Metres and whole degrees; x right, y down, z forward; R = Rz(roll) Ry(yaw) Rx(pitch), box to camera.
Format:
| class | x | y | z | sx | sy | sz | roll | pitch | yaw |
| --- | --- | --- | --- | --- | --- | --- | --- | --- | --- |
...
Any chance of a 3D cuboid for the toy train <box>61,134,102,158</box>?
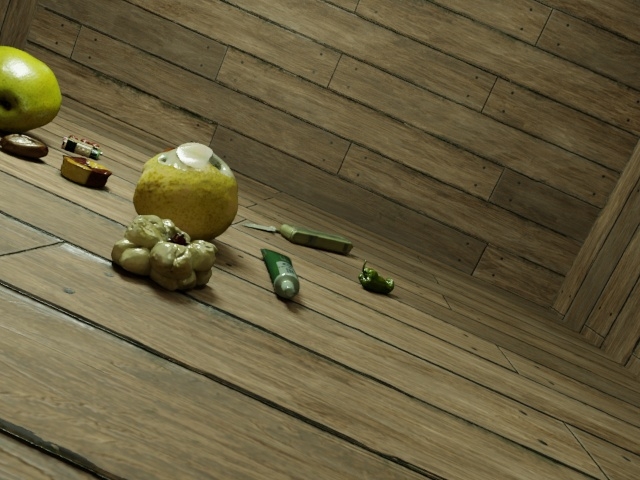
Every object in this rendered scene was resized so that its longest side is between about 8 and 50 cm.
| class | x | y | z | sx | sy | sz | roll | pitch | yaw |
| --- | --- | --- | --- | --- | --- | --- | --- | --- | --- |
| toy train | -0.861 | -0.336 | 1.809 | 0.138 | 0.050 | 0.087 | 20 | 14 | -27 |

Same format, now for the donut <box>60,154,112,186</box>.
| class | x | y | z | sx | sy | sz | roll | pitch | yaw |
| --- | --- | --- | --- | --- | --- | --- | --- | --- | --- |
| donut | -0.681 | -0.200 | 1.449 | 0.140 | 0.059 | 0.140 | 23 | 8 | -4 |

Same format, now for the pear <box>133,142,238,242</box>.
| class | x | y | z | sx | sy | sz | roll | pitch | yaw |
| --- | --- | --- | --- | --- | --- | --- | --- | --- | --- |
| pear | -0.349 | -0.114 | 1.303 | 0.271 | 0.271 | 0.271 | 23 | 9 | -4 |

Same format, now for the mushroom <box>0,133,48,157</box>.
| class | x | y | z | sx | sy | sz | roll | pitch | yaw |
| --- | --- | --- | --- | --- | --- | --- | --- | --- | --- |
| mushroom | -0.851 | -0.269 | 1.438 | 0.123 | 0.052 | 0.123 | 16 | 13 | -4 |

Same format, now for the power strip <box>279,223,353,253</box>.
| class | x | y | z | sx | sy | sz | roll | pitch | yaw |
| --- | --- | --- | --- | --- | --- | --- | --- | --- | --- |
| power strip | 0.000 | 0.000 | 2.016 | 0.388 | 0.066 | 0.092 | 11 | 13 | -44 |

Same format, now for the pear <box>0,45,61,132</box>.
| class | x | y | z | sx | sy | sz | roll | pitch | yaw |
| --- | --- | --- | --- | --- | --- | --- | --- | --- | --- |
| pear | -0.993 | -0.479 | 1.602 | 0.294 | 0.294 | 0.294 | 23 | 9 | -4 |

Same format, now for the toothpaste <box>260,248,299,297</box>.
| class | x | y | z | sx | sy | sz | roll | pitch | yaw |
| --- | --- | --- | --- | --- | --- | --- | --- | --- | --- |
| toothpaste | -0.103 | 0.079 | 1.310 | 0.099 | 0.061 | 0.392 | 21 | 6 | -13 |

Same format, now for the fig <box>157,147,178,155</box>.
| class | x | y | z | sx | sy | sz | roll | pitch | yaw |
| --- | --- | --- | --- | --- | --- | --- | --- | --- | --- |
| fig | -0.432 | -0.188 | 1.562 | 0.224 | 0.224 | 0.263 | 20 | 6 | -23 |

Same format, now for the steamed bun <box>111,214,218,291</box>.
| class | x | y | z | sx | sy | sz | roll | pitch | yaw |
| --- | --- | --- | --- | --- | --- | --- | --- | --- | --- |
| steamed bun | -0.310 | 0.017 | 0.991 | 0.178 | 0.106 | 0.192 | 25 | 11 | 18 |

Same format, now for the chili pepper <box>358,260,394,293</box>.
| class | x | y | z | sx | sy | sz | roll | pitch | yaw |
| --- | --- | --- | --- | --- | --- | --- | --- | --- | --- |
| chili pepper | 0.170 | 0.130 | 1.663 | 0.072 | 0.073 | 0.204 | 8 | -16 | 43 |

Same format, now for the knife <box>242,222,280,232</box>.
| class | x | y | z | sx | sy | sz | roll | pitch | yaw |
| --- | --- | --- | --- | --- | --- | --- | --- | --- | --- |
| knife | -0.189 | -0.043 | 1.909 | 0.298 | 0.017 | 0.047 | 13 | 20 | -50 |
